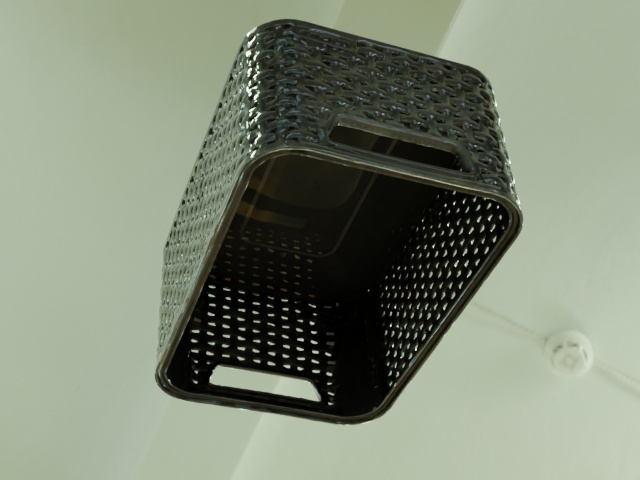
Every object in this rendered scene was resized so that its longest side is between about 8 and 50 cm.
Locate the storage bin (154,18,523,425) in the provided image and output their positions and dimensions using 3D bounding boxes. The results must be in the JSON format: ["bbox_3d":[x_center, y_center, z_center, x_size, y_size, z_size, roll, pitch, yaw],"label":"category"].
[{"bbox_3d":[0.000,0.000,0.487,0.122,0.084,0.180,12,-45,-16],"label":"storage bin"}]
